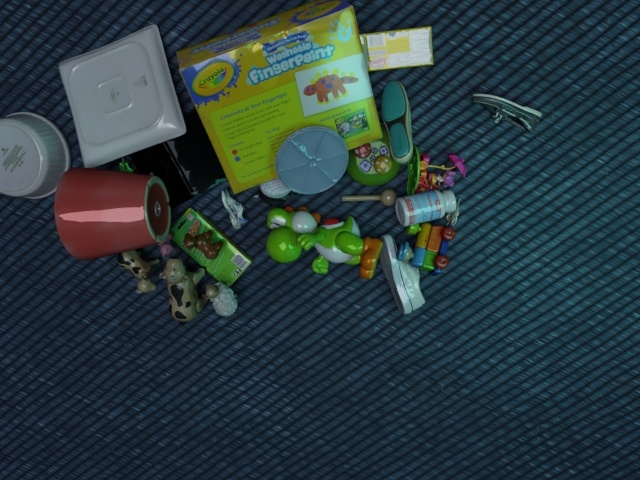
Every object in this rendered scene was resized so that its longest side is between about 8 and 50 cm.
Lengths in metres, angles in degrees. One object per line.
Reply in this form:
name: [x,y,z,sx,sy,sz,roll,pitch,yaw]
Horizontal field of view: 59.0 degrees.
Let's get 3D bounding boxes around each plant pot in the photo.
plant pot: [-0.582,-0.083,1.635,0.243,0.275,0.275,-4,102,5]

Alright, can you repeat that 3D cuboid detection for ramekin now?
ramekin: [-0.926,-0.258,1.742,0.272,0.127,0.273,1,102,5]

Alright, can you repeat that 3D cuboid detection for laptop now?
laptop: [-0.430,-0.247,1.756,0.264,0.136,0.234,-22,100,36]

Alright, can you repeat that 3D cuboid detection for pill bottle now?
pill bottle: [0.303,-0.098,1.627,0.160,0.087,0.087,-14,101,-8]

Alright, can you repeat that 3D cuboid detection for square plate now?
square plate: [-0.599,-0.427,1.670,0.343,0.049,0.348,-17,85,11]

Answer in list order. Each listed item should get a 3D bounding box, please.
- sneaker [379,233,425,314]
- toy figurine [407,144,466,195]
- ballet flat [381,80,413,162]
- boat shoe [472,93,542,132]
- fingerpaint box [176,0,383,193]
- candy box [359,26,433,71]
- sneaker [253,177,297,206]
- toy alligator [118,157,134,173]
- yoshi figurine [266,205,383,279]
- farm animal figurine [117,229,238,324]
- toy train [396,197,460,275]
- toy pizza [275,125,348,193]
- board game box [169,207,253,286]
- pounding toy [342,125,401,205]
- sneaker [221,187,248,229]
sneaker: [0.252,0.095,1.739,0.091,0.094,0.258,-21,101,-14]
toy figurine: [0.344,-0.194,1.654,0.159,0.130,0.173,0,125,-4]
ballet flat: [0.228,-0.336,1.631,0.086,0.086,0.249,-4,76,6]
boat shoe: [0.523,-0.363,1.607,0.206,0.075,0.065,18,101,-3]
fingerpaint box: [-0.099,-0.384,1.498,0.444,0.163,0.371,-22,127,-2]
candy box: [0.217,-0.547,1.619,0.205,0.027,0.105,-4,105,7]
sneaker: [-0.075,-0.175,1.696,0.268,0.153,0.101,-16,83,-26]
toy alligator: [-0.603,-0.205,1.765,0.051,0.056,0.190,-4,106,-35]
yoshi figurine: [-0.010,0.026,1.688,0.362,0.203,0.204,20,113,8]
farm animal figurine: [-0.452,0.115,1.738,0.330,0.172,0.327,-11,109,20]
toy train: [0.320,-0.032,1.679,0.143,0.105,0.248,18,78,-5]
toy pizza: [-0.023,-0.216,1.516,0.201,0.032,0.201,-8,126,-11]
board game box: [-0.351,0.022,1.797,0.259,0.039,0.124,42,104,-7]
pounding toy: [0.151,-0.218,1.657,0.182,0.110,0.237,4,103,5]
sneaker: [-0.265,-0.105,1.759,0.058,0.052,0.135,-22,107,0]
